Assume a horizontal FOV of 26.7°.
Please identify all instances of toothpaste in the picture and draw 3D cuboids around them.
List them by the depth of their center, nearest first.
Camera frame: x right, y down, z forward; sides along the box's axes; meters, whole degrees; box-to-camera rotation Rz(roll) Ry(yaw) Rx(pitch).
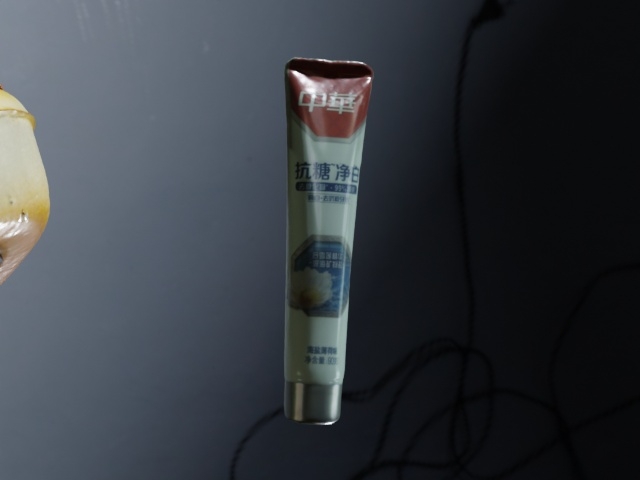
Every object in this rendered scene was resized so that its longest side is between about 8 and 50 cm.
[{"bbox_3d":[0.000,0.000,0.891,0.062,0.039,0.239,3,90,-17],"label":"toothpaste"}]

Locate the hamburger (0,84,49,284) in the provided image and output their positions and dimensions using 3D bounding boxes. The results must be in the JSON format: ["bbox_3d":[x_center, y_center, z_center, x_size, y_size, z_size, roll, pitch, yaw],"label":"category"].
[{"bbox_3d":[-0.290,-0.019,0.933,0.237,0.147,0.237,-37,169,-9],"label":"hamburger"}]
